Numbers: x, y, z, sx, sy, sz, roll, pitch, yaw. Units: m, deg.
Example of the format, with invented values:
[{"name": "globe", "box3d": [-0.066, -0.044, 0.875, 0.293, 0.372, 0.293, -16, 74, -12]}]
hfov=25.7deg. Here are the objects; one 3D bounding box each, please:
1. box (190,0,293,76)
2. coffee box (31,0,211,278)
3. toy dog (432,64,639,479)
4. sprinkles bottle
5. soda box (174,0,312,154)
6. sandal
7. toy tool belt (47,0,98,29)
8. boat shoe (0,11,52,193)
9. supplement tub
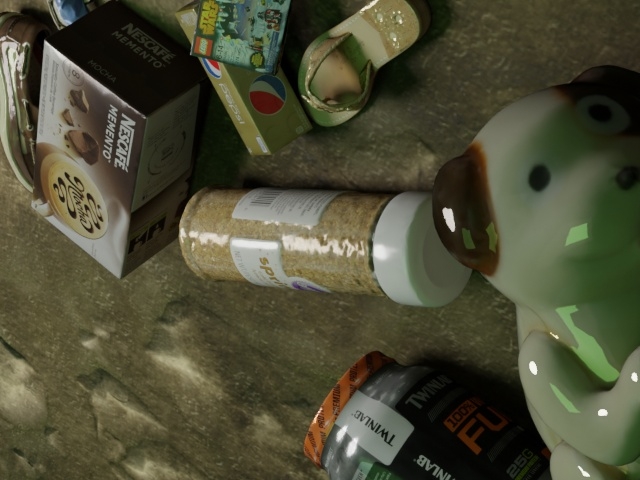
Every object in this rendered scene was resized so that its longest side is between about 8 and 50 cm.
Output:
[{"name": "box", "box3d": [-0.076, -0.246, 1.447, 0.093, 0.027, 0.137, 15, 113, 4]}, {"name": "coffee box", "box3d": [-0.248, -0.119, 1.712, 0.168, 0.119, 0.297, 38, 141, 16]}, {"name": "toy dog", "box3d": [0.275, 0.047, 1.237, 0.408, 0.284, 0.395, 62, 178, -28]}, {"name": "sprinkles bottle", "box3d": [0.000, 0.000, 1.568, 0.355, 0.121, 0.121, 5, 124, 43]}, {"name": "soda box", "box3d": [-0.083, -0.185, 1.532, 0.181, 0.061, 0.058, 62, 159, -16]}, {"name": "sandal", "box3d": [0.018, -0.174, 1.436, 0.088, 0.079, 0.240, 50, 142, -1]}, {"name": "toy tool belt", "box3d": [-0.290, -0.269, 1.684, 0.083, 0.052, 0.051, 56, 150, -9]}, {"name": "boat shoe", "box3d": [-0.359, -0.165, 1.807, 0.095, 0.095, 0.258, 11, 128, 31]}, {"name": "supplement tub", "box3d": [0.148, 0.273, 1.591, 0.316, 0.193, 0.194, 33, 139, 19]}]
